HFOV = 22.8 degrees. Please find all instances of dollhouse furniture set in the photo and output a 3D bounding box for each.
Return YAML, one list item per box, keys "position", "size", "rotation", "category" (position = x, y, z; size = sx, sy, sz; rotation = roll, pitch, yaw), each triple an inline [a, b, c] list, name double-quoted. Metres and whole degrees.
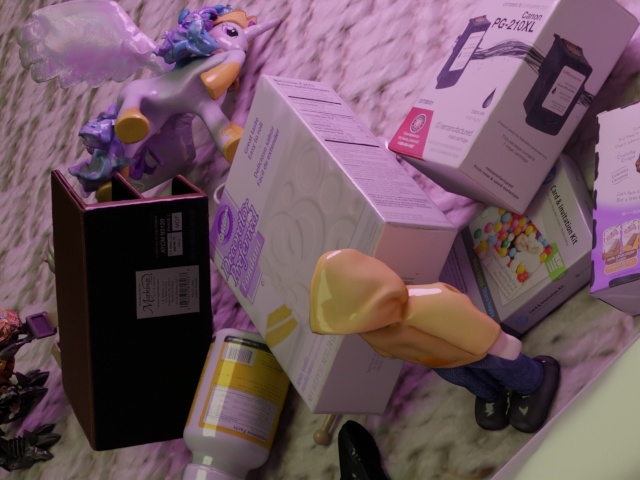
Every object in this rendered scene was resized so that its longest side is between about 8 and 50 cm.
- position: [-0.320, 0.125, 2.145]
  size: [0.081, 0.091, 0.114]
  rotation: [-36, 79, 29]
  category: "dollhouse furniture set"

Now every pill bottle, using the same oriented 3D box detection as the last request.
- position: [-0.099, 0.201, 1.830]
  size: [0.103, 0.103, 0.184]
  rotation: [-4, 65, 51]
  category: "pill bottle"

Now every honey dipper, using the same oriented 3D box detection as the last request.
- position: [0.033, 0.155, 1.762]
  size: [0.030, 0.030, 0.161]
  rotation: [26, 91, 55]
  category: "honey dipper"

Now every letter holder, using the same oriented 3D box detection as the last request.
- position: [-0.235, 0.070, 1.938]
  size: [0.214, 0.152, 0.302]
  rotation: [-143, 49, -63]
  category: "letter holder"

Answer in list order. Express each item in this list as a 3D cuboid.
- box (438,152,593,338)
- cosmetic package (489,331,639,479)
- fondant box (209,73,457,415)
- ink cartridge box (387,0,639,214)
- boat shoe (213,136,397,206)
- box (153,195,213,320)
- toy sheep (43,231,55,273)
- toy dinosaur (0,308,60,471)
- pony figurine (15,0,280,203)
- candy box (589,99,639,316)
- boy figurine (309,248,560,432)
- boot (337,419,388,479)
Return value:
- position: [0.205, 0.018, 1.627]
  size: [0.186, 0.038, 0.145]
  rotation: [-41, 39, 26]
  category: "box"
- position: [0.283, 0.202, 1.264]
  size: [0.365, 0.155, 0.197]
  rotation: [-49, 61, 18]
  category: "cosmetic package"
- position: [0.000, 0.000, 1.730]
  size: [0.330, 0.096, 0.238]
  rotation: [54, 131, 50]
  category: "fondant box"
- position: [0.200, -0.161, 1.661]
  size: [0.237, 0.100, 0.172]
  rotation: [-58, 25, -4]
  category: "ink cartridge box"
- position: [-0.026, -0.069, 1.925]
  size: [0.277, 0.096, 0.098]
  rotation: [-22, 51, 43]
  category: "boat shoe"
- position: [-0.237, 0.080, 2.125]
  size: [0.183, 0.059, 0.233]
  rotation: [-47, 37, 22]
  category: "box"
- position: [-0.350, 0.005, 2.298]
  size: [0.132, 0.091, 0.091]
  rotation: [-46, 38, 27]
  category: "toy sheep"
- position: [-0.492, 0.218, 2.216]
  size: [0.322, 0.218, 0.164]
  rotation: [-29, 47, 38]
  category: "toy dinosaur"
- position: [-0.222, -0.182, 2.111]
  size: [0.351, 0.303, 0.363]
  rotation: [-19, 27, 12]
  category: "pony figurine"
- position: [0.338, -0.046, 1.474]
  size: [0.164, 0.070, 0.196]
  rotation: [-20, 53, 44]
  category: "candy box"
- position: [0.106, 0.093, 1.489]
  size: [0.177, 0.285, 0.092]
  rotation: [-1, 66, 48]
  category: "boy figurine"
- position: [0.023, 0.263, 1.689]
  size: [0.099, 0.045, 0.121]
  rotation: [-49, 37, 23]
  category: "boot"
